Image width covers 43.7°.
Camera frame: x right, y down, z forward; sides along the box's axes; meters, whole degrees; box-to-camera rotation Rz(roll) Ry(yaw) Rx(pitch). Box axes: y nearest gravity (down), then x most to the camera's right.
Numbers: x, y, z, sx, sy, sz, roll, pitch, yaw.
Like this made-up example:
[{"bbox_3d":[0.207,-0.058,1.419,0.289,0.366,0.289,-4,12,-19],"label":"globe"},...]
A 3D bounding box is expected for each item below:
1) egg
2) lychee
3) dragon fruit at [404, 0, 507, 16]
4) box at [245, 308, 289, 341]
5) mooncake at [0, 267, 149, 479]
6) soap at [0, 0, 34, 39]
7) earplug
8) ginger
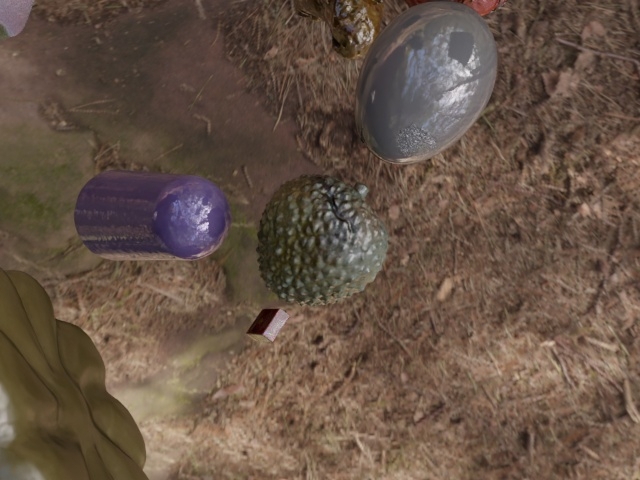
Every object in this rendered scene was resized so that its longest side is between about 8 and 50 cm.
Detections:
[{"bbox_3d":[0.116,-0.177,0.899,0.146,0.146,0.199,36,87,-12],"label":"egg"},{"bbox_3d":[0.000,0.000,1.530,0.255,0.255,0.274,43,89,-14],"label":"lychee"},{"bbox_3d":[0.217,-0.482,1.294,0.218,0.148,0.224,-2,67,17],"label":"dragon fruit"},{"bbox_3d":[-0.085,0.135,1.280,0.023,0.082,0.051,40,71,-15],"label":"box"},{"bbox_3d":[-0.310,0.200,0.782,0.201,0.378,0.378,-25,109,0],"label":"mooncake"},{"bbox_3d":[-0.559,-0.434,1.324,0.109,0.324,0.193,-4,100,-33],"label":"soap"},{"bbox_3d":[-0.348,-0.049,1.710,0.215,0.456,0.215,-3,94,-37],"label":"earplug"},{"bbox_3d":[0.041,-0.496,1.643,0.165,0.321,0.172,16,115,-28],"label":"ginger"}]
